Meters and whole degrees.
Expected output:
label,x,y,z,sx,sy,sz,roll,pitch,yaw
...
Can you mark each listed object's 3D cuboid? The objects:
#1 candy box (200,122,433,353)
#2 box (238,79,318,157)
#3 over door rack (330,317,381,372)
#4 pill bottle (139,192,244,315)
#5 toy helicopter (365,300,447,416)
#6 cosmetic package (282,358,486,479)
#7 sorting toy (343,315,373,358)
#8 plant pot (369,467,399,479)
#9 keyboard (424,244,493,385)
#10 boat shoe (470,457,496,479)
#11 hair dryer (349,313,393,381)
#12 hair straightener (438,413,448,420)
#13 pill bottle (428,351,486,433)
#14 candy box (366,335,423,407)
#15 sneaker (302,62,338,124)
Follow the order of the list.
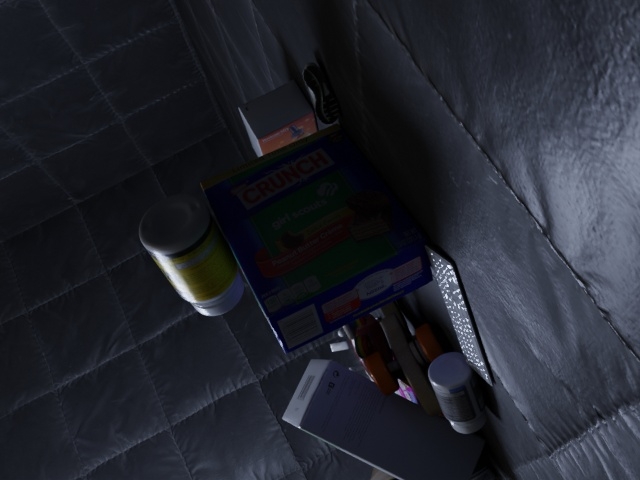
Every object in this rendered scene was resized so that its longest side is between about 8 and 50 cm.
label,x,y,z,sx,sy,sz,roll,pitch,yaw
candy box,-0.012,-0.018,1.144,0.317,0.268,0.122,57,169,40
box,-0.080,-0.227,1.454,0.091,0.130,0.170,60,175,22
over door rack,0.113,0.357,1.916,0.324,0.108,0.240,-16,-92,-69
pill bottle,-0.208,0.030,1.178,0.119,0.119,0.209,57,173,42
toy helicopter,0.188,0.229,1.447,0.235,0.140,0.355,55,-171,-25
cosmetic package,0.127,0.391,1.460,0.365,0.155,0.197,29,165,-6
sorting toy,0.056,0.099,1.409,0.132,0.046,0.275,-78,-34,-55
plant pot,0.279,0.715,2.084,0.280,0.323,0.323,-89,-25,-67
keyboard,0.213,0.117,1.064,0.256,0.014,0.072,65,174,-32
boat shoe,0.320,0.531,1.625,0.102,0.108,0.301,60,171,19
hair dryer,0.108,0.217,1.617,0.294,0.080,0.224,66,-176,31
hair straightener,0.257,0.377,1.738,0.231,0.047,0.089,63,174,-7
pill bottle,0.239,0.265,1.206,0.137,0.078,0.078,66,173,-33
candy box,0.199,0.333,1.666,0.159,0.071,0.233,61,158,12
sneaker,0.002,-0.243,1.152,0.044,0.040,0.109,-95,-13,-59
